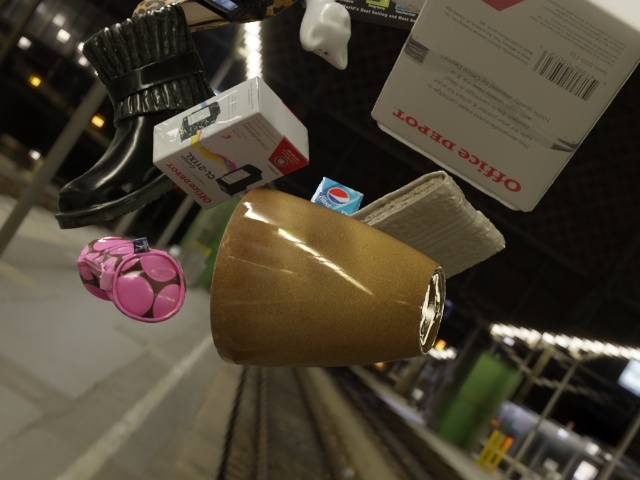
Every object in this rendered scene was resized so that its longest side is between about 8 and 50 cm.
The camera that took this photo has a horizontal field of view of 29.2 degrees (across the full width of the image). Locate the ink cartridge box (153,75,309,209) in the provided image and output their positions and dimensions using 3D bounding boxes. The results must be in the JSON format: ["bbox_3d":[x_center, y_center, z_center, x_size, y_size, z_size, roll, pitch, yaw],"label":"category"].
[{"bbox_3d":[-0.122,-0.128,1.668,0.127,0.175,0.072,43,32,-44],"label":"ink cartridge box"}]

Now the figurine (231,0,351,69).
[{"bbox_3d":[-0.045,-0.313,1.421,0.215,0.092,0.209,27,44,-38],"label":"figurine"}]

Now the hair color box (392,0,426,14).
[{"bbox_3d":[0.162,-0.357,1.545,0.093,0.053,0.167,28,-47,8],"label":"hair color box"}]

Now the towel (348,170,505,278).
[{"bbox_3d":[0.114,0.015,1.823,0.187,0.282,0.049,42,29,-40],"label":"towel"}]

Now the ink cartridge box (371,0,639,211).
[{"bbox_3d":[0.199,-0.191,1.246,0.207,0.117,0.283,32,-38,4],"label":"ink cartridge box"}]

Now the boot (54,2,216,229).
[{"bbox_3d":[-0.308,-0.192,1.900,0.131,0.348,0.260,-5,-65,55],"label":"boot"}]

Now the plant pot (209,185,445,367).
[{"bbox_3d":[0.023,0.064,1.574,0.254,0.237,0.237,9,-11,18],"label":"plant pot"}]

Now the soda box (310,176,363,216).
[{"bbox_3d":[0.000,0.000,1.964,0.071,0.067,0.210,25,-43,3],"label":"soda box"}]

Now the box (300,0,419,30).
[{"bbox_3d":[0.195,-0.443,1.734,0.395,0.318,0.097,9,12,-19],"label":"box"}]

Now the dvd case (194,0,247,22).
[{"bbox_3d":[-0.113,-0.405,1.828,0.253,0.180,0.022,39,-19,53],"label":"dvd case"}]

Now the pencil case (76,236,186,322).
[{"bbox_3d":[-0.228,0.040,1.440,0.098,0.095,0.209,-1,3,-21],"label":"pencil case"}]

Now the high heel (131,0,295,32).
[{"bbox_3d":[-0.180,-0.376,2.040,0.261,0.186,0.093,7,-54,29],"label":"high heel"}]
